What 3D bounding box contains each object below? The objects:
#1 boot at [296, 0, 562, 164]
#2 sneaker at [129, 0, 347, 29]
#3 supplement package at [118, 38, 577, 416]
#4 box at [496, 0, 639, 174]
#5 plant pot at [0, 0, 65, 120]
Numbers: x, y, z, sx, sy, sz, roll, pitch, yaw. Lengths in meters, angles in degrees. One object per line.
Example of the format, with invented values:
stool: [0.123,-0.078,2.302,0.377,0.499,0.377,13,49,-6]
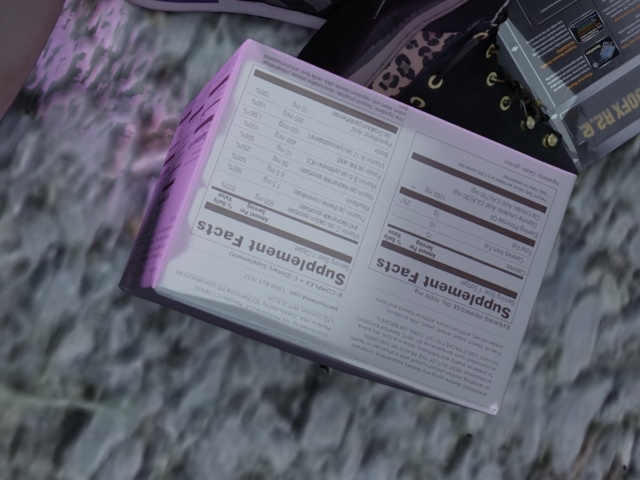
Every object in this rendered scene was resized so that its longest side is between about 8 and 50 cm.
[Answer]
boot: [0.112,-0.126,0.830,0.178,0.085,0.236,29,127,-34]
sneaker: [-0.012,-0.200,0.824,0.283,0.124,0.107,-2,87,-2]
supplement package: [0.000,0.000,0.776,0.204,0.262,0.145,21,84,-12]
box: [0.230,-0.184,0.940,0.231,0.056,0.183,-33,96,-11]
plant pot: [-0.308,-0.174,0.713,0.280,0.323,0.323,30,82,-28]
